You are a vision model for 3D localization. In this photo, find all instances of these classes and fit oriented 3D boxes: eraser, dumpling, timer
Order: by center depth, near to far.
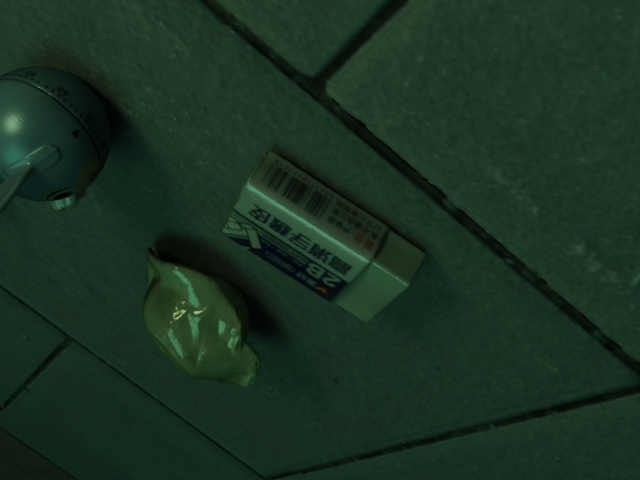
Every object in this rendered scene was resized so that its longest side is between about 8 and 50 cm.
[{"bbox_3d":[0.000,0.000,0.914,0.210,0.068,0.124,33,145,-4],"label":"eraser"},{"bbox_3d":[-0.338,-0.079,0.929,0.175,0.256,0.175,11,161,4],"label":"timer"},{"bbox_3d":[-0.171,0.112,1.134,0.250,0.132,0.162,54,151,-5],"label":"dumpling"}]
